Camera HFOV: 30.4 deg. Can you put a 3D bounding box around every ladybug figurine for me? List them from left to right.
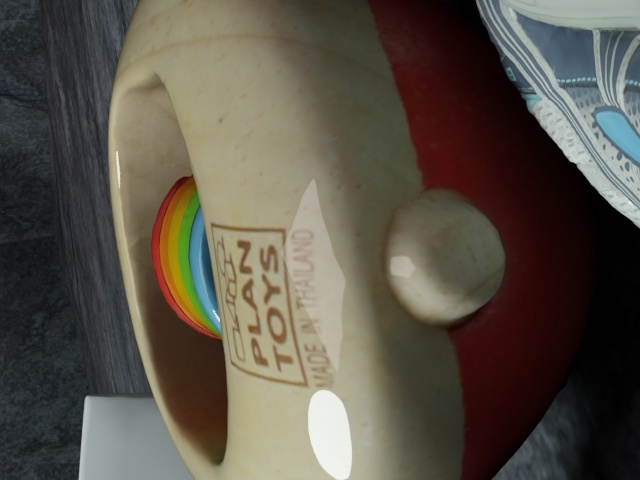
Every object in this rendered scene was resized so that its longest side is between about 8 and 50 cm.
[{"bbox_3d":[0.000,0.000,0.589,0.449,0.162,0.305,-164,66,-72],"label":"ladybug figurine"}]

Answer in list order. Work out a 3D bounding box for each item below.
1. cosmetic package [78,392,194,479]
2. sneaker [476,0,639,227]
[{"bbox_3d":[-0.133,0.344,1.036,0.217,0.156,0.384,95,176,-66],"label":"cosmetic package"},{"bbox_3d":[0.129,-0.036,0.304,0.283,0.110,0.122,-121,9,-56],"label":"sneaker"}]
